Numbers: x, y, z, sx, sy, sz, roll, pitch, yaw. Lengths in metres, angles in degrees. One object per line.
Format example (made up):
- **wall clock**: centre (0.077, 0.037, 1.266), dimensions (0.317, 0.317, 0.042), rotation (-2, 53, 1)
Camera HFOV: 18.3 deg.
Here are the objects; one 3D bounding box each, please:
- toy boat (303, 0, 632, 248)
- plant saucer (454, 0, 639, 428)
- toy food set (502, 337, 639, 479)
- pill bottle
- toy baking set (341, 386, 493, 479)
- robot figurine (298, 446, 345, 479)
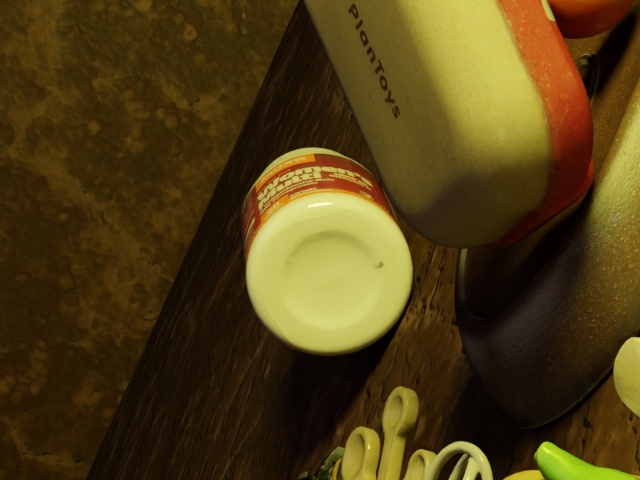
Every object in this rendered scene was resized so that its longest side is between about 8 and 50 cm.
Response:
- **toy boat**: centre (0.088, -0.120, 0.983), dimensions (0.231, 0.151, 0.151), rotation (67, 158, 9)
- **plant saucer**: centre (0.145, -0.052, 1.060), dimensions (0.310, 0.050, 0.311), rotation (-156, 90, -79)
- **toy food set**: centre (0.096, 0.143, 0.704), dimensions (0.132, 0.038, 0.192), rotation (40, 113, 39)
- **pill bottle**: centre (0.000, 0.000, 1.505), dimensions (0.221, 0.121, 0.121), rotation (-106, 40, -75)
- **toy baking set**: centre (0.030, 0.184, 1.056), dimensions (0.256, 0.030, 0.197), rotation (33, 107, 67)
- **robot figurine**: centre (-0.048, 0.246, 1.303), dimensions (0.291, 0.085, 0.211), rotation (131, 158, -62)
